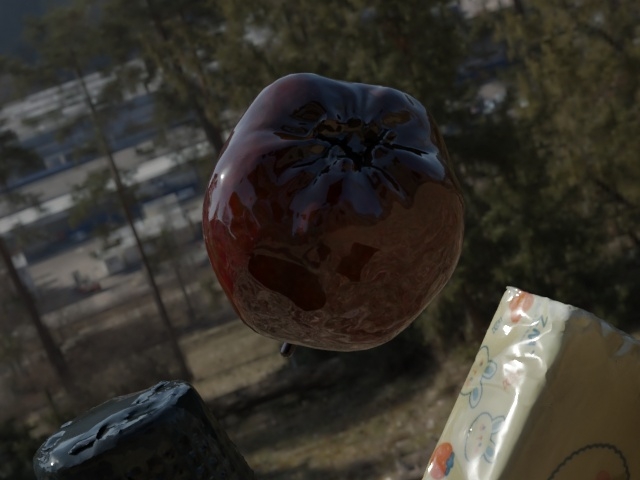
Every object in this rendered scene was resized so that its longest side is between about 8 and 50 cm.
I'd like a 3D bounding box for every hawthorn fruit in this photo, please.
[{"bbox_3d":[0.000,0.000,0.957,0.208,0.248,0.208,10,47,-10],"label":"hawthorn fruit"}]

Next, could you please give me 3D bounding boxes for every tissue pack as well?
[{"bbox_3d":[0.142,0.144,0.736,0.092,0.148,0.196,15,80,62],"label":"tissue pack"}]

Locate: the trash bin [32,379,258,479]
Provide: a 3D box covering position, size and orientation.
[{"bbox_3d":[-0.108,0.187,0.839,0.175,0.161,0.175,-23,10,4],"label":"trash bin"}]
